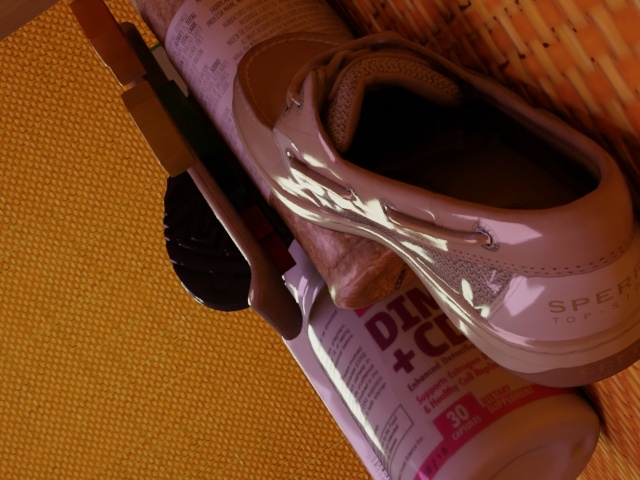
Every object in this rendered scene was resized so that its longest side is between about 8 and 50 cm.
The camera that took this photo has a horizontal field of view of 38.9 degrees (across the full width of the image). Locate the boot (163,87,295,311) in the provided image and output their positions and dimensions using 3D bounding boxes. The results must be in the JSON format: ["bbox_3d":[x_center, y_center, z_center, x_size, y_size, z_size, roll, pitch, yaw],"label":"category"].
[{"bbox_3d":[-0.061,-0.058,0.994,0.260,0.131,0.348,69,-157,-65],"label":"boot"}]

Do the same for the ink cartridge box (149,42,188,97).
[{"bbox_3d":[-0.166,-0.250,1.258,0.087,0.153,0.208,57,177,-10],"label":"ink cartridge box"}]

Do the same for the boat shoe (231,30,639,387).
[{"bbox_3d":[0.036,-0.053,0.432,0.302,0.109,0.098,45,165,48],"label":"boat shoe"}]

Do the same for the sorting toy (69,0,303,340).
[{"bbox_3d":[-0.080,-0.051,0.663,0.229,0.041,0.307,60,178,14],"label":"sorting toy"}]

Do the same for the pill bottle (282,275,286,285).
[{"bbox_3d":[0.000,0.000,1.248,0.283,0.161,0.161,56,178,-13],"label":"pill bottle"}]

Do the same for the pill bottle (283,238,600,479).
[{"bbox_3d":[0.087,0.096,0.770,0.283,0.160,0.160,54,177,40],"label":"pill bottle"}]

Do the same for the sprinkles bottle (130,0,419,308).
[{"bbox_3d":[-0.036,-0.124,0.634,0.355,0.121,0.121,55,178,16],"label":"sprinkles bottle"}]

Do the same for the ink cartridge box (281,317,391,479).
[{"bbox_3d":[0.099,0.125,0.946,0.060,0.239,0.275,-2,-132,-48],"label":"ink cartridge box"}]

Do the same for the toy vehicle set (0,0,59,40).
[{"bbox_3d":[-0.265,-0.309,0.994,0.035,0.267,0.166,56,177,-26],"label":"toy vehicle set"}]
